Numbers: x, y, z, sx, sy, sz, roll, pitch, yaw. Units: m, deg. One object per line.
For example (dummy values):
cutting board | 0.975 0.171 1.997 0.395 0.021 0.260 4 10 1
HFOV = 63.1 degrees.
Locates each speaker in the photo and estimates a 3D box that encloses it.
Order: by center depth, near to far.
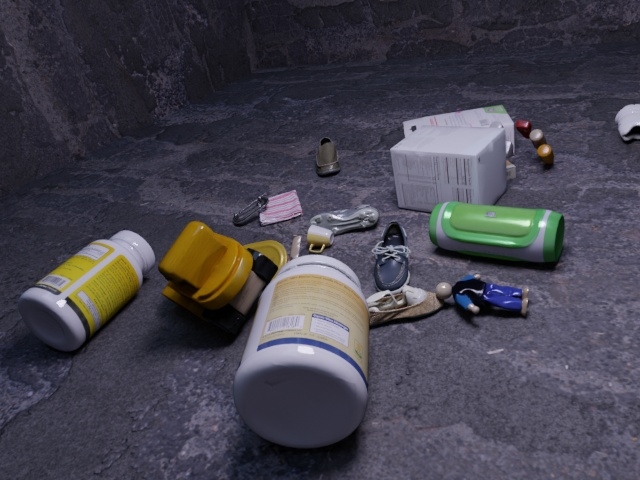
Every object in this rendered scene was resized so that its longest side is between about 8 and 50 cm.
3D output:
speaker | 0.421 -0.024 1.263 0.296 0.131 0.131 8 36 34

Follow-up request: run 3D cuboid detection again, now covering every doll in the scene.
doll | 0.340 0.117 1.113 0.188 0.046 0.129 8 34 20

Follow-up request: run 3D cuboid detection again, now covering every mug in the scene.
mug | 0.002 -0.002 1.485 0.064 0.078 0.062 9 3 20

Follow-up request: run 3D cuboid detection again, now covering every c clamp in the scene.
c clamp | -0.235 -0.110 1.760 0.160 0.022 0.137 -41 32 -17

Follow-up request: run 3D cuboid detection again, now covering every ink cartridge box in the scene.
ink cartridge box | 0.473 -0.361 1.821 0.353 0.119 0.207 -6 31 11

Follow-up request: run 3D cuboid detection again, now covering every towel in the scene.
towel | -0.139 -0.115 1.752 0.144 0.029 0.197 -14 29 -2

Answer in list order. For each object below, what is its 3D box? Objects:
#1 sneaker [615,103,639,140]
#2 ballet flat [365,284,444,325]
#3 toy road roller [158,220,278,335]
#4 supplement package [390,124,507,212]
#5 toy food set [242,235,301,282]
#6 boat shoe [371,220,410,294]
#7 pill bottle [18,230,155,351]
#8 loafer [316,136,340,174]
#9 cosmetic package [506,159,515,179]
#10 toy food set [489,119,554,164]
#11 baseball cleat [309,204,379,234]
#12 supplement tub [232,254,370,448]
sneaker | 1.069 -0.347 1.593 0.297 0.111 0.129 1 48 31
ballet flat | 0.172 0.137 1.149 0.206 0.067 0.073 -15 28 -3
toy road roller | -0.286 0.060 1.251 0.329 0.240 0.203 14 66 46
supplement package | 0.376 -0.206 1.518 0.262 0.198 0.199 12 38 38
toy food set | -0.142 0.072 1.404 0.217 0.071 0.128 -10 61 18
boat shoe | 0.181 0.038 1.303 0.095 0.079 0.254 -2 32 19
pill bottle | -0.601 0.118 1.387 0.187 0.188 0.334 2 33 26
loafer | 0.019 -0.323 1.979 0.094 0.087 0.251 -13 30 2
cosmetic package | 0.561 -0.229 1.637 0.060 0.041 0.115 -14 30 -2
toy food set | 0.620 -0.307 1.642 0.232 0.111 0.104 14 -5 34
baseball cleat | 0.074 -0.061 1.548 0.205 0.072 0.109 -3 15 14
supplement tub | -0.022 0.191 0.976 0.228 0.228 0.316 -7 31 11
